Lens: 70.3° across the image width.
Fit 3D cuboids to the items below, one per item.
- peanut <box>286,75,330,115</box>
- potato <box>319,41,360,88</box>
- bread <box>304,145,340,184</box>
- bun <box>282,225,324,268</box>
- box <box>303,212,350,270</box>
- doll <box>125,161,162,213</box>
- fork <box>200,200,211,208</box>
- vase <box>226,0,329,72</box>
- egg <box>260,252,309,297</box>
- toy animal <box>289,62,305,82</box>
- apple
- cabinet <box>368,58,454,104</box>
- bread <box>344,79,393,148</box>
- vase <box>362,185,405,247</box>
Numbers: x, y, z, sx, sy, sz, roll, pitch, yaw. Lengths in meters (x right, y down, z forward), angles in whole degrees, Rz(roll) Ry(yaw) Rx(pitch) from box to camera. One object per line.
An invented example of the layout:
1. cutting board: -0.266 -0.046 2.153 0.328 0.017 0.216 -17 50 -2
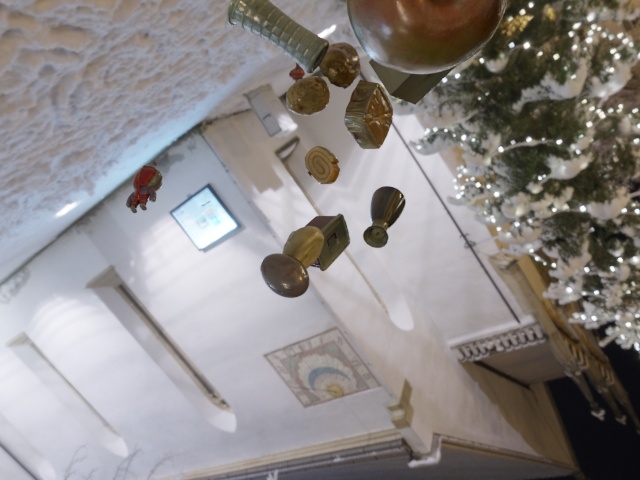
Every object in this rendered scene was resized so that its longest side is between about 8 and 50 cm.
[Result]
1. peanut: -0.042 -0.490 1.554 0.159 0.141 0.109 -28 -130 -7
2. potato: 0.077 -0.615 1.556 0.081 0.164 0.200 -29 -158 40
3. bread: 0.008 -0.290 1.742 0.122 0.149 0.073 -49 163 24
4. bun: -0.088 0.030 1.812 0.222 0.127 0.222 -37 155 -20
5. box: 0.000 0.000 2.250 0.167 0.193 0.294 7 -144 35
6. doll: -0.532 -0.172 1.391 0.102 0.075 0.227 -13 -136 7
7. fork: -0.514 -0.164 2.043 0.016 0.012 0.115 10 -158 5
8. vase: -0.124 -0.642 1.394 0.143 0.299 0.143 -55 -178 3
9. egg: -0.130 0.126 1.645 0.146 0.198 0.146 -55 164 -24
10. toy animal: -0.091 -0.786 2.063 0.100 0.208 0.103 0 -161 10
11. apple: 0.207 -0.474 0.860 0.319 0.319 0.277 -33 -145 11
12. cabinet: 0.276 -0.524 1.296 0.145 0.150 0.206 -3 150 -48
13. bread: 0.176 -0.459 1.675 0.109 0.210 0.192 14 -104 32
14. vase: 0.301 -0.107 2.190 0.173 0.173 0.321 -26 -153 38
